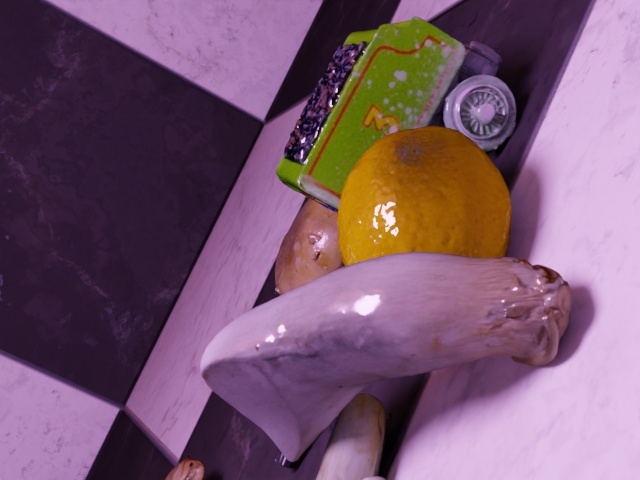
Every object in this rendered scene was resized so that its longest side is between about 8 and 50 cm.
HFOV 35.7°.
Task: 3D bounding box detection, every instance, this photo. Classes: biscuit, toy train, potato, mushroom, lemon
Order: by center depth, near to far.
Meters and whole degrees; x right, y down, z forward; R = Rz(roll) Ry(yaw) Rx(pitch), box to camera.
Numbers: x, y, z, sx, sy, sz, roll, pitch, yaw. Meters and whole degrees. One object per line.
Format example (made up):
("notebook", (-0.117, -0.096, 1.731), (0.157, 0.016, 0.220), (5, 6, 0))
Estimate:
("mushroom", (0.061, 0.099, 1.014), (0.397, 0.177, 0.126), (-28, 20, 37))
("mushroom", (0.017, 0.316, 1.089), (0.100, 0.081, 0.312), (86, -160, -50))
("lemon", (0.118, -0.023, 1.136), (0.204, 0.204, 0.260), (-49, 26, 42))
("toy train", (0.102, -0.145, 1.327), (0.307, 0.249, 0.173), (-61, 17, 1))
("biscuit", (-0.285, 0.496, 1.671), (0.154, 0.045, 0.299), (-39, 17, 52))
("potato", (0.000, 0.000, 1.717), (0.138, 0.098, 0.243), (-33, 33, 59))

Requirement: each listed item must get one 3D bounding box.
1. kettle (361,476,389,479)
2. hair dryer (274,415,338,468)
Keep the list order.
("kettle", (0.035, 0.314, 0.865), (0.210, 0.160, 0.243), (-70, 14, -9))
("hair dryer", (0.004, 0.254, 1.332), (0.219, 0.075, 0.195), (-130, 59, -67))
